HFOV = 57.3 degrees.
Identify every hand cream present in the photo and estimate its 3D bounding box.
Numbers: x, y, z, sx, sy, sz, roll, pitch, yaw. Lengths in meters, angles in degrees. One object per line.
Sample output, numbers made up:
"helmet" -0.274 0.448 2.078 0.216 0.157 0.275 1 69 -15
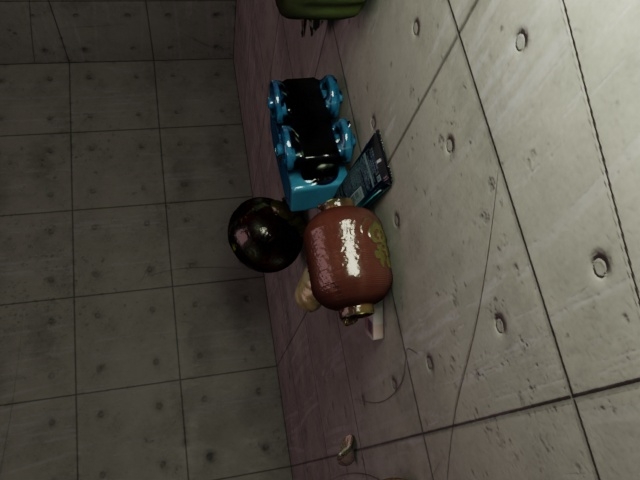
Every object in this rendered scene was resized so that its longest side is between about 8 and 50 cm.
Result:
"hand cream" 0.087 -0.117 1.249 0.270 0.061 0.120 125 137 -64

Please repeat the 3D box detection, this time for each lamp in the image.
"lamp" 0.060 0.041 1.187 0.180 0.180 0.258 125 137 -71

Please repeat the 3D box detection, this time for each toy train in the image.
"toy train" -0.030 -0.244 1.427 0.265 0.187 0.301 97 162 -59

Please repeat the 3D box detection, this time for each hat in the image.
"hat" 0.081 0.582 1.616 0.087 0.042 0.058 -62 13 -8

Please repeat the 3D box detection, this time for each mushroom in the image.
"mushroom" -0.003 0.132 1.621 0.154 0.122 0.154 -60 -2 -3

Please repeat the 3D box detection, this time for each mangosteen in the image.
"mangosteen" -0.176 -0.028 2.011 0.288 0.287 0.288 175 90 -77

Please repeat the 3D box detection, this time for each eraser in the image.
"eraser" 0.117 0.161 1.285 0.065 0.026 0.105 -132 38 -74

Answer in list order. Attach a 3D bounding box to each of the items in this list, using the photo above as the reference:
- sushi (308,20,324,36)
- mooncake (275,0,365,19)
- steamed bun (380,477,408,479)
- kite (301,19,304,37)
"sushi" 0.012 -0.631 1.375 0.219 0.047 0.232 179 82 -73
"mooncake" 0.011 -0.586 1.085 0.351 0.187 0.352 178 90 -76
"steamed bun" 0.139 0.556 1.172 0.175 0.106 0.145 95 163 -48
"kite" -0.042 -0.740 1.643 0.321 0.016 0.234 108 155 -59
